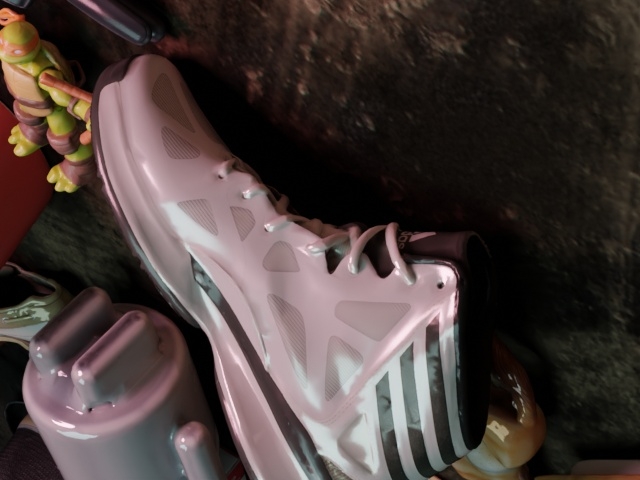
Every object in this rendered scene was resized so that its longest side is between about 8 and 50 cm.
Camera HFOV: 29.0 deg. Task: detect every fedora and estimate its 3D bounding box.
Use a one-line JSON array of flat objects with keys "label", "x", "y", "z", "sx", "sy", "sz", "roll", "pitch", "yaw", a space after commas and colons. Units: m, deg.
[{"label": "fedora", "x": -0.437, "y": 0.422, "z": 2.066, "sx": 0.334, "sy": 0.152, "sz": 0.334, "roll": 30, "pitch": 149, "yaw": 21}]

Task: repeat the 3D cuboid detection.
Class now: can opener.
[{"label": "can opener", "x": -0.214, "y": -0.222, "z": 1.068, "sx": 0.186, "sy": 0.059, "sz": 0.073, "roll": 28, "pitch": 122, "yaw": 5}]

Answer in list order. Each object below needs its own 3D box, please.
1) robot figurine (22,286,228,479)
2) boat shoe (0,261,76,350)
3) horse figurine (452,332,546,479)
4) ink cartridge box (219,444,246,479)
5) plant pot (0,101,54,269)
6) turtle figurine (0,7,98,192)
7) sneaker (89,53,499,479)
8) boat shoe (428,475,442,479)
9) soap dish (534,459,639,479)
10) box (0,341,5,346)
[{"label": "robot figurine", "x": -0.236, "y": 0.218, "z": 1.513, "sx": 0.300, "sy": 0.200, "sz": 0.354, "roll": 29, "pitch": 148, "yaw": 32}, {"label": "boat shoe", "x": -0.431, "y": 0.076, "z": 1.664, "sx": 0.302, "sy": 0.113, "sz": 0.103, "roll": 7, "pitch": 135, "yaw": 30}, {"label": "horse figurine", "x": 0.146, "y": 0.163, "z": 1.128, "sx": 0.174, "sy": 0.066, "sz": 0.263, "roll": 39, "pitch": 153, "yaw": 17}, {"label": "ink cartridge box", "x": -0.167, "y": 0.343, "z": 1.724, "sx": 0.127, "sy": 0.072, "sz": 0.175, "roll": 25, "pitch": 146, "yaw": 26}, {"label": "plant pot", "x": -0.452, "y": -0.041, "z": 1.390, "sx": 0.275, "sy": 0.243, "sz": 0.275, "roll": 29, "pitch": 147, "yaw": 21}, {"label": "turtle figurine", "x": -0.285, "y": -0.154, "z": 1.204, "sx": 0.269, "sy": 0.087, "sz": 0.217, "roll": 28, "pitch": 155, "yaw": 15}, {"label": "sneaker", "x": 0.001, "y": 0.000, "z": 1.044, "sx": 0.257, "sy": 0.169, "sz": 0.448, "roll": -30, "pitch": 84, "yaw": 21}, {"label": "boat shoe", "x": 0.123, "y": 0.288, "z": 1.330, "sx": 0.152, "sy": 0.049, "sz": 0.056, "roll": 21, "pitch": 144, "yaw": 33}, {"label": "soap dish", "x": 0.330, "y": 0.317, "z": 1.052, "sx": 0.291, "sy": 0.118, "sz": 0.229, "roll": 50, "pitch": 148, "yaw": -17}, {"label": "box", "x": -0.639, "y": 0.054, "z": 1.793, "sx": 0.143, "sy": 0.191, "sz": 0.381, "roll": 3, "pitch": 133, "yaw": 48}]
